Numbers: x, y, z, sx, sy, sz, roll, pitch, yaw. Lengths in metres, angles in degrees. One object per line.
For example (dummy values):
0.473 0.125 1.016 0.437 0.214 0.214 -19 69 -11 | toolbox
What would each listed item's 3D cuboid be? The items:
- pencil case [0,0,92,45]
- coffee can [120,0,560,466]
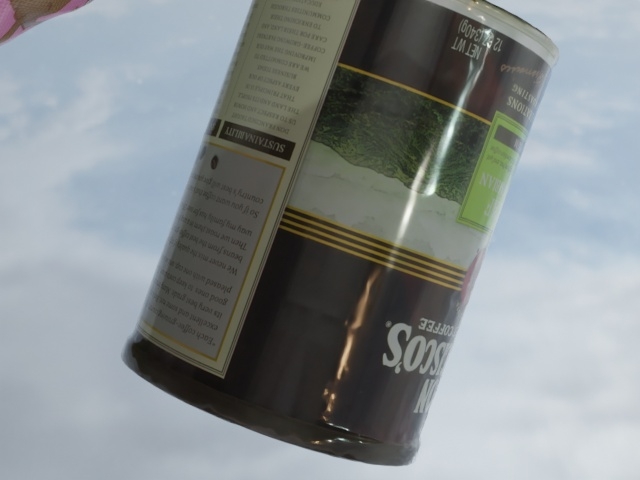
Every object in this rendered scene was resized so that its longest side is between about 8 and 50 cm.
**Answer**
-0.034 -0.179 0.398 0.386 0.160 0.167 -24 -138 -10 | pencil case
0.012 -0.022 0.755 0.201 0.275 0.201 19 -179 0 | coffee can
